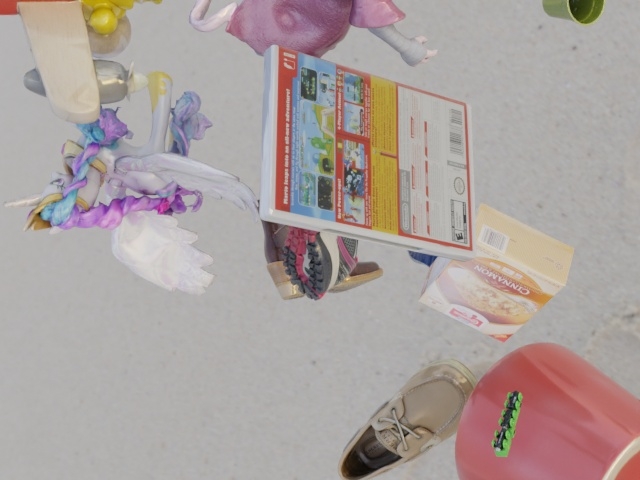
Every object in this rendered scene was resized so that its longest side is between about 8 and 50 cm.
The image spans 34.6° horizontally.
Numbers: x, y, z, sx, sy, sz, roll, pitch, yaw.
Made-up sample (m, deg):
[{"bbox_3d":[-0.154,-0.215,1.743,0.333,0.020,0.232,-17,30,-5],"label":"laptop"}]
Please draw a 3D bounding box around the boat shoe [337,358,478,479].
[{"bbox_3d":[0.148,0.326,1.772,0.121,0.110,0.341,47,132,10],"label":"boat shoe"}]

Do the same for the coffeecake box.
[{"bbox_3d":[0.239,0.049,1.420,0.185,0.142,0.068,120,175,-56],"label":"coffeecake box"}]

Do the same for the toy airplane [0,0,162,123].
[{"bbox_3d":[-0.369,-0.353,1.475,0.384,0.272,0.386,20,66,22],"label":"toy airplane"}]

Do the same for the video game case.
[{"bbox_3d":[0.061,-0.096,1.187,0.025,0.285,0.204,-25,59,54],"label":"video game case"}]

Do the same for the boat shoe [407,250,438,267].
[{"bbox_3d":[0.215,0.022,1.887,0.183,0.066,0.066,-128,53,-63],"label":"boat shoe"}]

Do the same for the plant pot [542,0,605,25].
[{"bbox_3d":[0.407,-0.392,1.678,0.079,0.083,0.083,19,87,59],"label":"plant pot"}]

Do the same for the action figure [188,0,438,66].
[{"bbox_3d":[0.038,-0.360,1.238,0.370,0.276,0.248,-28,45,65],"label":"action figure"}]

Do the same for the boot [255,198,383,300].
[{"bbox_3d":[0.000,0.000,2.004,0.090,0.248,0.206,-30,71,56],"label":"boot"}]

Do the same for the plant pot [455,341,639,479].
[{"bbox_3d":[0.366,0.308,1.433,0.243,0.275,0.275,24,91,56],"label":"plant pot"}]

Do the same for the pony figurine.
[{"bbox_3d":[-0.283,-0.104,1.613,0.303,0.351,0.363,123,160,-43],"label":"pony figurine"}]

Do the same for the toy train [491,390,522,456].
[{"bbox_3d":[0.202,0.196,1.101,0.017,0.023,0.083,-2,38,30],"label":"toy train"}]

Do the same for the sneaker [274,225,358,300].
[{"bbox_3d":[0.004,-0.051,1.610,0.121,0.112,0.299,34,140,31],"label":"sneaker"}]
